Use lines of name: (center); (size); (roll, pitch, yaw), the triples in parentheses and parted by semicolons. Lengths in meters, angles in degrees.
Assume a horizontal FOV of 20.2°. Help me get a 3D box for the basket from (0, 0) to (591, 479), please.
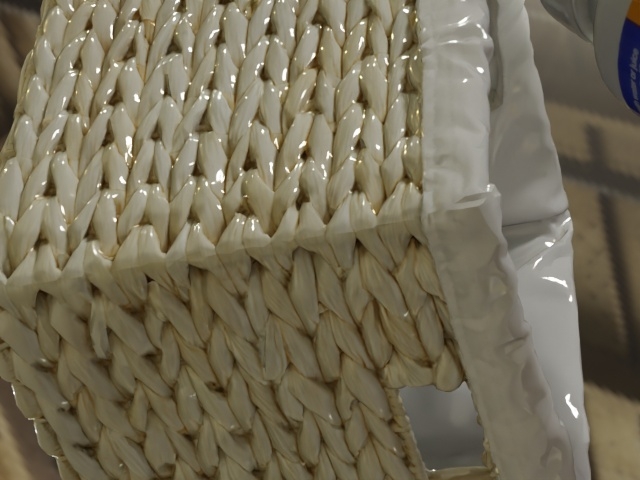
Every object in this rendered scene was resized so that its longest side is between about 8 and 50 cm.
basket: (0.000, 0.000, 1.002); (0.266, 0.331, 0.328); (-8, -46, 13)

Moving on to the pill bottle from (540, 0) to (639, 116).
pill bottle: (0.243, -0.108, 0.952); (0.272, 0.152, 0.152); (41, -28, 39)
